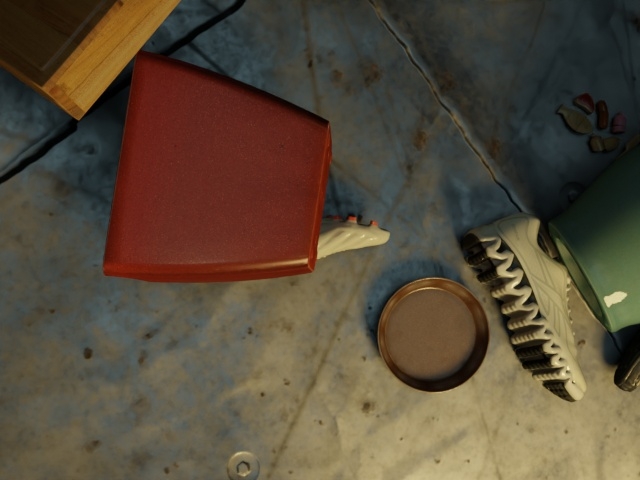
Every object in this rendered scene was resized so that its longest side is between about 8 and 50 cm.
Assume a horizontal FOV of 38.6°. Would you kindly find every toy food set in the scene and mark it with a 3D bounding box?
[{"bbox_3d":[0.426,-0.178,1.396,0.078,0.019,0.122,-44,86,-8],"label":"toy food set"}]

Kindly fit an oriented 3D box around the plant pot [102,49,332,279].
[{"bbox_3d":[-0.112,-0.067,1.173,0.236,0.267,0.267,7,86,2],"label":"plant pot"}]

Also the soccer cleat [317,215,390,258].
[{"bbox_3d":[0.000,0.000,1.308,0.196,0.068,0.076,4,92,-1],"label":"soccer cleat"}]

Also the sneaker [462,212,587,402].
[{"bbox_3d":[0.323,0.095,1.329,0.118,0.110,0.292,-27,91,-17],"label":"sneaker"}]

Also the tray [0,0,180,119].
[{"bbox_3d":[-0.366,-0.321,1.143,0.411,0.076,0.203,33,81,36],"label":"tray"}]

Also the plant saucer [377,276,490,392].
[{"bbox_3d":[0.163,0.138,1.338,0.168,0.029,0.168,0,86,-7],"label":"plant saucer"}]

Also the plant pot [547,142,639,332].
[{"bbox_3d":[0.473,-0.008,1.282,0.255,0.271,0.271,-29,91,6],"label":"plant pot"}]

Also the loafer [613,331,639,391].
[{"bbox_3d":[0.526,0.146,1.363,0.078,0.076,0.223,43,79,4],"label":"loafer"}]
